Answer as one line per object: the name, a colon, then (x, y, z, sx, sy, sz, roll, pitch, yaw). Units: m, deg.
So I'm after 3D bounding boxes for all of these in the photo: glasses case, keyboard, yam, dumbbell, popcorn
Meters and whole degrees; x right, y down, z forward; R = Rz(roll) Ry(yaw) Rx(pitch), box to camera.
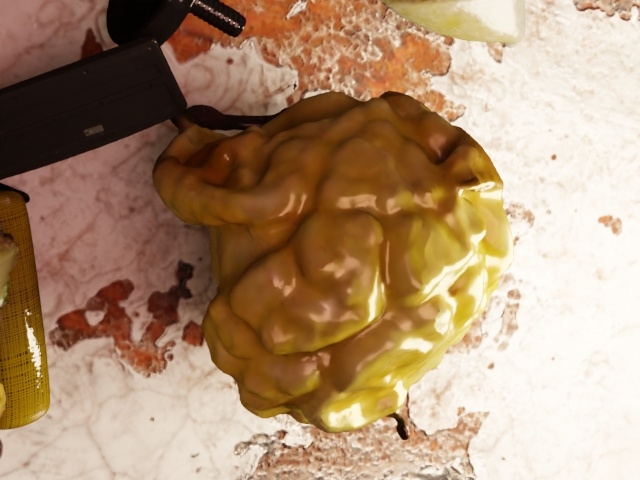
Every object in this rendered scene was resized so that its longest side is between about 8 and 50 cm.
glasses case: (-0.302, 0.068, 1.681, 0.079, 0.064, 0.234, -14, 111, -27)
keyboard: (-0.210, -0.119, 1.602, 0.381, 0.041, 0.103, -15, 136, 9)
yam: (-0.319, -0.054, 1.665, 0.107, 0.014, 0.014, 20, 96, -28)
dumbbell: (-0.201, -0.264, 1.586, 0.325, 0.143, 0.143, 27, 92, -28)
popcorn: (0.000, 0.000, 1.684, 0.349, 0.349, 0.381, -41, 78, -9)

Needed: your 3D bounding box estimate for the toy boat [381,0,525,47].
toy boat: (0.119, -0.338, 1.739, 0.276, 0.111, 0.293, 8, 111, -19)

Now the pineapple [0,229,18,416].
pineapple: (-0.418, 0.083, 1.594, 0.286, 0.209, 0.344, -57, 149, -22)
